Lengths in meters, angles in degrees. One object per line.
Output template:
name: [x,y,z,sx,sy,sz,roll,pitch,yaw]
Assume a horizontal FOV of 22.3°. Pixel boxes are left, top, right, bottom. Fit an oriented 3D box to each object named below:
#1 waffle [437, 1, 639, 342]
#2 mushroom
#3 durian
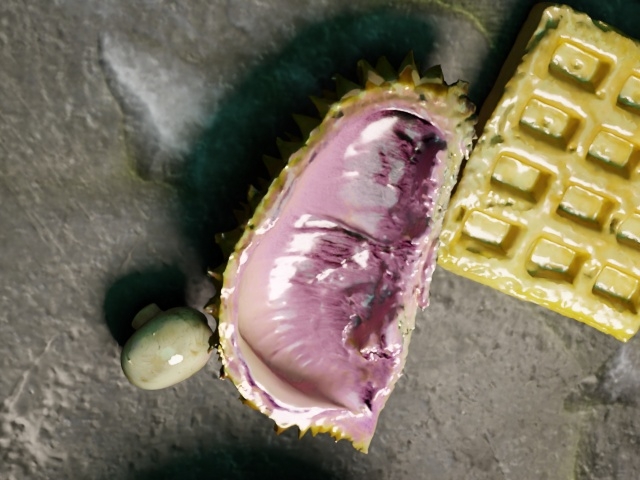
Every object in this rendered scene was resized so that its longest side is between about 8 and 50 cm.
waffle: [0.227,-0.057,1.397,0.221,0.055,0.248,23,104,-17]
mushroom: [-0.130,0.087,1.351,0.083,0.067,0.083,-37,167,-10]
durian: [0.000,-0.001,1.338,0.191,0.112,0.341,12,103,-16]
